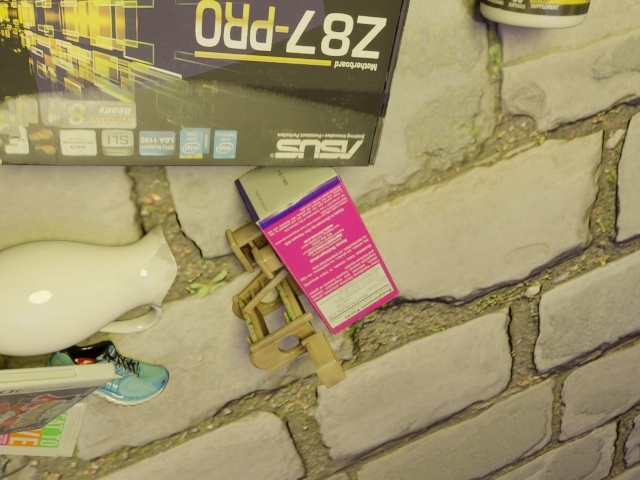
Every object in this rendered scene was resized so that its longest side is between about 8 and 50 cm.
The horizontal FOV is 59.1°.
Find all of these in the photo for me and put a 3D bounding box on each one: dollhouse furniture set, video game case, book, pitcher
[{"bbox_3d":[-0.070,0.093,0.716,0.101,0.182,0.161,-30,128,-1],"label":"dollhouse furniture set"},{"bbox_3d":[-0.367,0.189,0.641,0.201,0.023,0.183,-34,154,32],"label":"video game case"},{"bbox_3d":[-0.408,0.249,0.778,0.144,0.035,0.096,13,112,-28],"label":"book"},{"bbox_3d":[-0.285,0.073,0.664,0.207,0.125,0.177,-14,141,-28],"label":"pitcher"}]

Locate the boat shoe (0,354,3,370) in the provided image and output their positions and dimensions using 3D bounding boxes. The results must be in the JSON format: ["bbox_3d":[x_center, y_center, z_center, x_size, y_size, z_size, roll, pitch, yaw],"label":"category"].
[{"bbox_3d":[-0.475,0.171,0.667,0.224,0.073,0.080,-34,135,6],"label":"boat shoe"}]

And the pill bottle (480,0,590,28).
[{"bbox_3d":[0.246,-0.344,0.598,0.119,0.119,0.208,-9,124,-17],"label":"pill bottle"}]

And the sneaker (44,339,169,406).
[{"bbox_3d":[-0.280,0.173,0.759,0.162,0.063,0.073,14,112,-30],"label":"sneaker"}]

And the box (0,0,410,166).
[{"bbox_3d":[-0.110,-0.232,0.538,0.395,0.097,0.318,-2,123,-21],"label":"box"}]

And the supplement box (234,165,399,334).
[{"bbox_3d":[0.000,0.000,0.729,0.114,0.111,0.220,-31,129,-2],"label":"supplement box"}]
